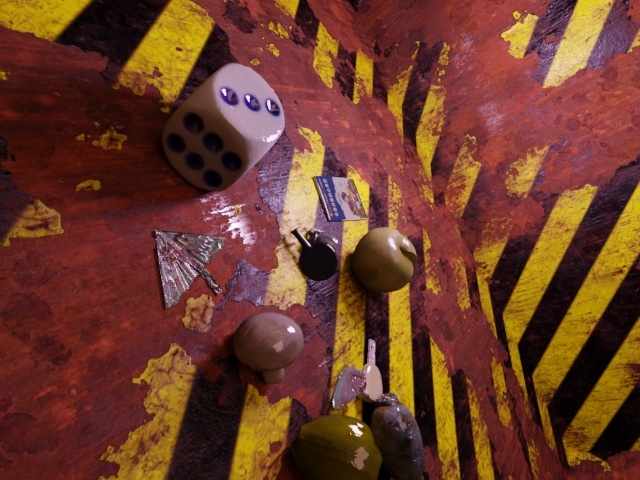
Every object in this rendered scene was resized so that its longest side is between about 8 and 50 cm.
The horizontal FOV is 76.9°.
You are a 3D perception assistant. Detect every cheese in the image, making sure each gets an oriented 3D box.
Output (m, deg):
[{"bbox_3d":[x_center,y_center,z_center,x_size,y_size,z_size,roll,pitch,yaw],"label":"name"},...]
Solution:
[{"bbox_3d":[0.203,0.516,1.603,0.127,0.050,0.255,38,44,-30],"label":"cheese"}]

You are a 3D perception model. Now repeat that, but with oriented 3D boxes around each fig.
[{"bbox_3d":[0.041,0.634,1.196,0.271,0.239,0.239,25,48,-12],"label":"fig"}]

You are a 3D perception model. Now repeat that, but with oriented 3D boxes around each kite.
[{"bbox_3d":[-0.390,0.064,1.197,0.267,0.013,0.322,47,42,-19],"label":"kite"}]

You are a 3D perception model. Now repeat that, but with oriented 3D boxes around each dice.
[{"bbox_3d":[-0.308,-0.359,1.303,0.277,0.304,0.304,46,41,-23],"label":"dice"}]

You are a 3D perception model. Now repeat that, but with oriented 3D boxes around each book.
[{"bbox_3d":[0.104,-0.201,1.940,0.323,0.018,0.228,-7,74,-52],"label":"book"}]

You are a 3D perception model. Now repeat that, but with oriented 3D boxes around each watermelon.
[{"bbox_3d":[0.102,0.541,1.445,0.081,0.094,0.180,55,53,-17],"label":"watermelon"}]

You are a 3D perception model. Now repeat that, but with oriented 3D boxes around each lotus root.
[{"bbox_3d":[0.287,0.744,1.465,0.175,0.175,0.348,-11,79,-52],"label":"lotus root"}]

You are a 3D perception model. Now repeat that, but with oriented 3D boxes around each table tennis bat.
[{"bbox_3d":[-0.031,0.050,1.557,0.150,0.027,0.236,-39,95,-7],"label":"table tennis bat"}]

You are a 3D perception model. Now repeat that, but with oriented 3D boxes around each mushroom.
[{"bbox_3d":[-0.153,0.312,1.213,0.209,0.207,0.206,86,10,-52],"label":"mushroom"}]

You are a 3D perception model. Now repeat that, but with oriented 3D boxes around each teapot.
[{"bbox_3d":[0.005,-0.003,1.633,0.108,0.111,0.149,28,54,-20],"label":"teapot"}]

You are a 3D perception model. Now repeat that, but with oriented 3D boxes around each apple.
[{"bbox_3d":[0.279,0.090,1.779,0.292,0.254,0.291,31,44,-37],"label":"apple"}]
